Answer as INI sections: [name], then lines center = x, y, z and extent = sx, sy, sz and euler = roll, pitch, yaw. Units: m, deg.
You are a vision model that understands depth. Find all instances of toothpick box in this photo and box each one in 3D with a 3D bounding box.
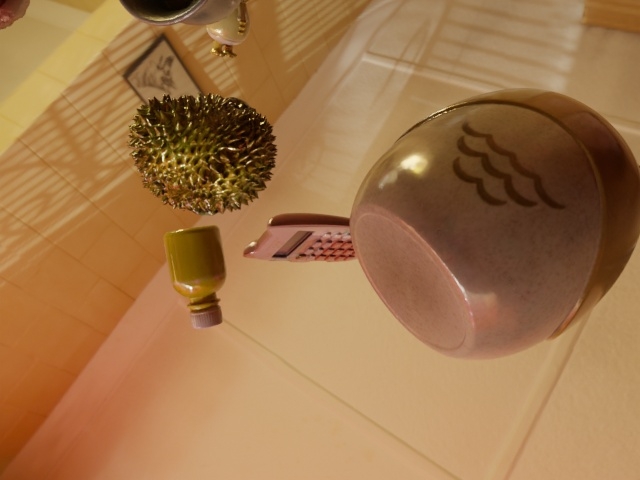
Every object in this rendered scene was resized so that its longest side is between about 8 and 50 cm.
[toothpick box]
center = 0.299, -0.038, 0.871
extent = 0.425, 0.409, 0.409
euler = -33, -124, -17

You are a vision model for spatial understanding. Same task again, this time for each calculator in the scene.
[calculator]
center = 0.000, 0.000, 1.200
extent = 0.330, 0.220, 0.048
euler = 6, -117, -28

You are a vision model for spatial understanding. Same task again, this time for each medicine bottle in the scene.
[medicine bottle]
center = -0.261, 0.079, 1.116
extent = 0.122, 0.122, 0.212
euler = -9, -88, 13

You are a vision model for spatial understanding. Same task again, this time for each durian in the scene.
[durian]
center = -0.214, -0.156, 0.950
extent = 0.291, 0.291, 0.224
euler = 14, -74, 24

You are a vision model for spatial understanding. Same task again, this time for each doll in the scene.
[doll]
center = -0.258, -0.698, 1.564
extent = 0.117, 0.141, 0.296
euler = 48, -53, 24

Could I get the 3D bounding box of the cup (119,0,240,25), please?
[cup]
center = -0.183, -0.398, 0.767
extent = 0.199, 0.150, 0.199
euler = 2, -86, 22

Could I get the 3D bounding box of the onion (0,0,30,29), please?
[onion]
center = -0.676, -0.521, 1.020
extent = 0.206, 0.207, 0.216
euler = -13, -157, 6
